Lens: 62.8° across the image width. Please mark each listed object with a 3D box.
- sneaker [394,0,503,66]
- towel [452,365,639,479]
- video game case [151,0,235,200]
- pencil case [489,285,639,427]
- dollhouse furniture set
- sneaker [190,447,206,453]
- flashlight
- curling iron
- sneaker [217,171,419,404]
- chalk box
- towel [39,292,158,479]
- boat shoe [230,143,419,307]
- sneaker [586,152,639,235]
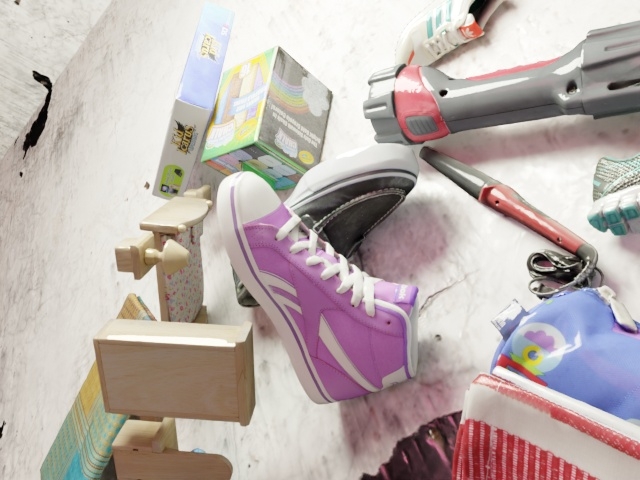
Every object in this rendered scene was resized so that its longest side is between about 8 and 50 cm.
[{"bbox_3d":[0.165,-0.272,0.674,0.161,0.057,0.075,-43,40,16],"label":"sneaker"},{"bbox_3d":[0.168,0.274,0.322,0.237,0.037,0.329,17,104,51],"label":"towel"},{"bbox_3d":[-0.229,-0.245,0.942,0.244,0.061,0.270,127,153,-48],"label":"video game case"},{"bbox_3d":[0.255,0.142,0.335,0.306,0.119,0.133,38,116,46],"label":"pencil case"},{"bbox_3d":[-0.151,0.111,0.756,0.355,0.173,0.303,-75,-13,-69],"label":"dollhouse furniture set"},{"bbox_3d":[-0.128,0.334,0.671,0.073,0.063,0.162,-38,48,-1],"label":"sneaker"},{"bbox_3d":[0.195,-0.167,0.572,0.304,0.103,0.103,-2,96,40],"label":"flashlight"},{"bbox_3d":[0.181,-0.035,0.557,0.068,0.035,0.274,-48,45,15],"label":"curling iron"},{"bbox_3d":[0.015,0.035,0.556,0.161,0.282,0.102,-21,17,28],"label":"sneaker"},{"bbox_3d":[-0.084,-0.156,0.805,0.132,0.132,0.213,-7,65,42],"label":"chalk box"},{"bbox_3d":[-0.375,0.290,0.896,0.271,0.040,0.370,18,82,60],"label":"towel"},{"bbox_3d":[0.000,0.000,0.675,0.335,0.121,0.119,-33,57,43],"label":"boat shoe"},{"bbox_3d":[0.306,-0.061,0.433,0.166,0.065,0.076,-14,57,37],"label":"sneaker"}]
